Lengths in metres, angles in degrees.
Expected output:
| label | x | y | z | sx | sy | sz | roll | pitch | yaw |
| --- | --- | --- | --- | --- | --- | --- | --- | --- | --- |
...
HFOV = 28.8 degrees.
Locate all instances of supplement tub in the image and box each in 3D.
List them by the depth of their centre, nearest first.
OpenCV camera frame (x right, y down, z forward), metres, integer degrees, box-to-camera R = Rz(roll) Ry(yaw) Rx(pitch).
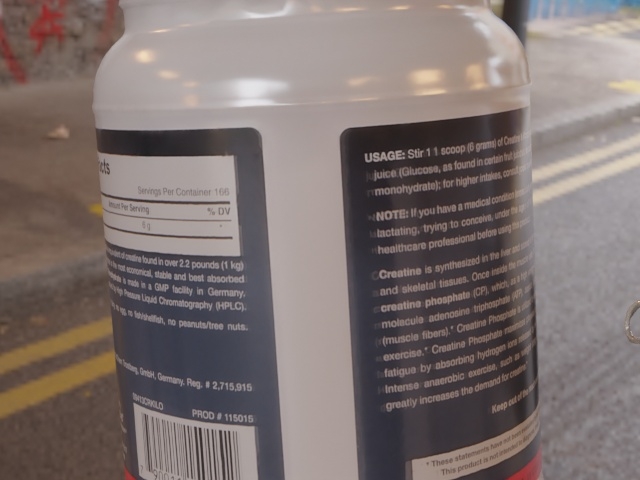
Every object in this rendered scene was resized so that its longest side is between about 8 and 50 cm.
| label | x | y | z | sx | sy | sz | roll | pitch | yaw |
| --- | --- | --- | --- | --- | --- | --- | --- | --- | --- |
| supplement tub | 0.000 | 0.000 | 0.554 | 0.191 | 0.272 | 0.191 | -3 | 9 | 0 |

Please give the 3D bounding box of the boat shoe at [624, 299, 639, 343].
| label | x | y | z | sx | sy | sz | roll | pitch | yaw |
| --- | --- | --- | --- | --- | --- | --- | --- | --- | --- |
| boat shoe | 0.349 | 0.095 | 1.109 | 0.156 | 0.136 | 0.367 | 4 | -5 | 15 |
